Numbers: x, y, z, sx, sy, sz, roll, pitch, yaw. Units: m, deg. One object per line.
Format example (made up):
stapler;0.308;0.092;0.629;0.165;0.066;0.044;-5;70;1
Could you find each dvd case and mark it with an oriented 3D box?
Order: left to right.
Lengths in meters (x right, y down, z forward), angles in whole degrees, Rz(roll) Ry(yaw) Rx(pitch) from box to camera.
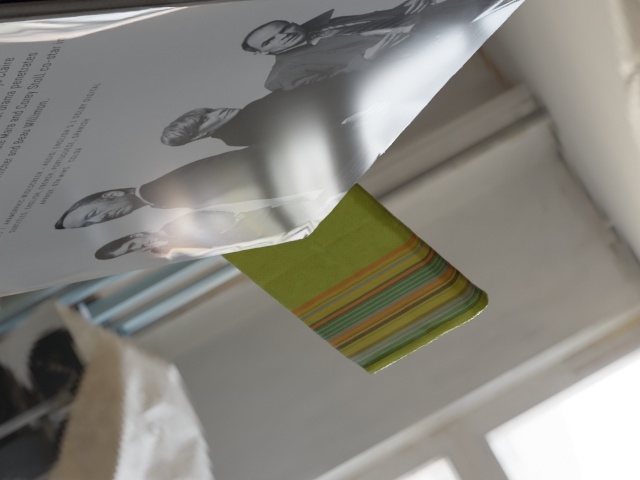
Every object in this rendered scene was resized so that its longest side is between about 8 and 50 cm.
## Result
dvd case;-0.063;-0.036;0.500;0.179;0.239;0.029;-46;-118;47

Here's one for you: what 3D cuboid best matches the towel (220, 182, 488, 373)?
towel;0.000;0.000;0.987;0.237;0.102;0.021;41;29;-35
